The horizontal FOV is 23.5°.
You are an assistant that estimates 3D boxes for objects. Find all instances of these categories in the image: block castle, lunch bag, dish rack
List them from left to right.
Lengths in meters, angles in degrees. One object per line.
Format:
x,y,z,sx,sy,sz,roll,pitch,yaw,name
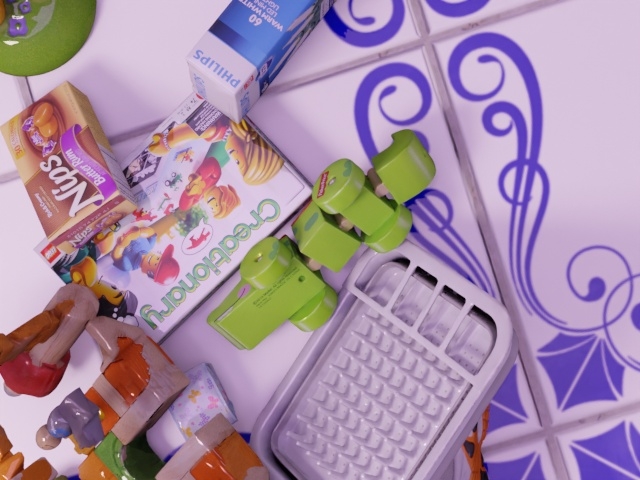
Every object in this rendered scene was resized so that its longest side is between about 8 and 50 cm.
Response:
-0.269,0.298,1.768,0.453,0.303,0.213,47,130,8,block castle
-0.149,0.202,1.889,0.071,0.053,0.083,-31,77,4,lunch bag
0.079,0.183,1.791,0.332,0.072,0.285,-57,41,2,dish rack

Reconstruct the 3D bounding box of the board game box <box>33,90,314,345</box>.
-0.178,-0.024,1.892,0.305,0.053,0.193,-44,84,5,board game box

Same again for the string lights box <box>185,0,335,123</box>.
-0.049,-0.273,1.813,0.077,0.133,0.259,37,82,5,string lights box

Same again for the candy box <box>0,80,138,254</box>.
-0.308,-0.089,1.873,0.109,0.053,0.186,-33,61,9,candy box

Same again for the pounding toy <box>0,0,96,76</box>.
-0.401,-0.309,1.893,0.237,0.110,0.183,26,93,6,pounding toy

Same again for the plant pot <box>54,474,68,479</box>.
-0.329,0.335,1.902,0.083,0.083,0.079,-21,76,6,plant pot

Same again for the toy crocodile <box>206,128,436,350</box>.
0.000,0.000,1.846,0.115,0.105,0.340,38,104,-28,toy crocodile

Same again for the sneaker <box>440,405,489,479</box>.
0.134,0.274,1.836,0.121,0.099,0.262,-3,74,22,sneaker
